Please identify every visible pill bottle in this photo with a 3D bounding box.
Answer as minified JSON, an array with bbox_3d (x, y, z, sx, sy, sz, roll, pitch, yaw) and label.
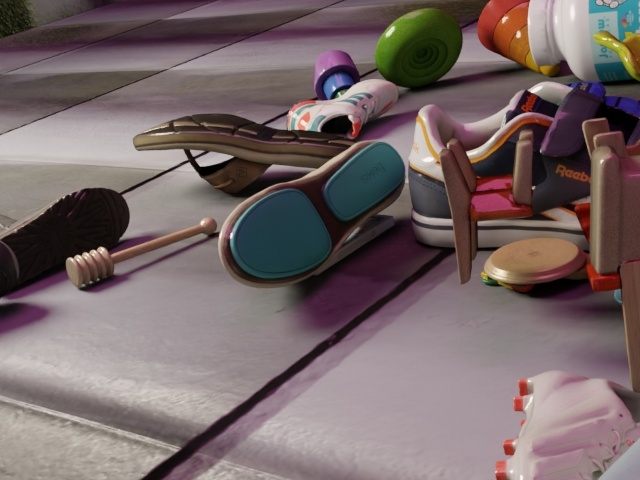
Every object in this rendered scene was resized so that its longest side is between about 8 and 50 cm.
[{"bbox_3d":[0.396,-0.272,1.362,0.264,0.146,0.146,-2,22,25],"label":"pill bottle"}]

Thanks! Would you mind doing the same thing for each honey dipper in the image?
[{"bbox_3d":[-0.170,0.005,1.079,0.160,0.030,0.030,-22,23,-32],"label":"honey dipper"}]

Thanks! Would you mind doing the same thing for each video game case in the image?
[{"bbox_3d":[0.000,0.000,1.031,0.087,0.011,0.122,7,27,39],"label":"video game case"}]

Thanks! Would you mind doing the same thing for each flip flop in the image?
[{"bbox_3d":[-0.080,-0.089,1.235,0.277,0.080,0.112,8,19,8],"label":"flip flop"}]

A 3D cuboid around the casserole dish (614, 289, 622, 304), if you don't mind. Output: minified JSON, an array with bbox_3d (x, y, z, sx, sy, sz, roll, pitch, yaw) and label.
[{"bbox_3d":[0.290,0.047,0.720,0.188,0.037,0.114,-1,22,26],"label":"casserole dish"}]

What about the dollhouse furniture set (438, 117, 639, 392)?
[{"bbox_3d":[0.216,-0.007,0.722,0.262,0.135,0.259,-7,9,11],"label":"dollhouse furniture set"}]

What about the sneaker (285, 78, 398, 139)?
[{"bbox_3d":[0.041,-0.153,1.377,0.161,0.057,0.075,-20,38,-26],"label":"sneaker"}]

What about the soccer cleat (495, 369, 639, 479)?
[{"bbox_3d":[0.134,0.119,0.568,0.076,0.068,0.196,-2,19,16],"label":"soccer cleat"}]

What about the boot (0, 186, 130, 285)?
[{"bbox_3d":[-0.329,-0.011,1.167,0.189,0.076,0.208,-23,16,-35],"label":"boot"}]

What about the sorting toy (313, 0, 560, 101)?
[{"bbox_3d":[0.175,-0.233,1.487,0.365,0.127,0.126,-17,50,-8],"label":"sorting toy"}]

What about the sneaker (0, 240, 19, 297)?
[{"bbox_3d":[-0.397,0.069,0.973,0.267,0.101,0.106,-15,42,-13],"label":"sneaker"}]

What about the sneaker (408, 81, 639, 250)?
[{"bbox_3d":[0.224,-0.064,0.928,0.321,0.127,0.126,-1,21,21],"label":"sneaker"}]

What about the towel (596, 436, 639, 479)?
[{"bbox_3d":[0.254,0.149,0.398,0.320,0.090,0.374,14,31,43],"label":"towel"}]

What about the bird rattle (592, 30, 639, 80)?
[{"bbox_3d":[0.381,-0.181,1.051,0.207,0.143,0.253,-44,13,2],"label":"bird rattle"}]

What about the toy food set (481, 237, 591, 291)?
[{"bbox_3d":[0.171,0.019,0.877,0.083,0.020,0.082,-20,22,-23],"label":"toy food set"}]

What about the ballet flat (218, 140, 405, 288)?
[{"bbox_3d":[-0.016,-0.016,0.975,0.086,0.086,0.248,7,25,40],"label":"ballet flat"}]

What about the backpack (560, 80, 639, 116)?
[{"bbox_3d":[0.247,-0.095,1.034,0.120,0.101,0.098,0,32,24],"label":"backpack"}]
